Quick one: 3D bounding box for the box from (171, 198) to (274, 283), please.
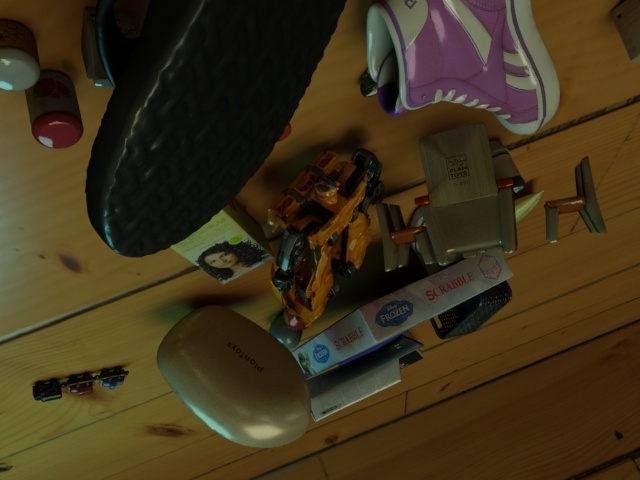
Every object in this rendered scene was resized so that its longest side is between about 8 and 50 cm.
[{"bbox_3d":[-0.140,-0.021,0.698,0.087,0.058,0.232,-27,152,7],"label":"box"}]

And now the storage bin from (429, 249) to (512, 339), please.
[{"bbox_3d":[0.299,0.115,1.204,0.084,0.122,0.180,-9,150,-26],"label":"storage bin"}]

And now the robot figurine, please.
[{"bbox_3d":[0.000,0.000,0.763,0.211,0.085,0.291,-49,160,-22],"label":"robot figurine"}]

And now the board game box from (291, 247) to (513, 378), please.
[{"bbox_3d":[0.141,0.140,1.073,0.317,0.066,0.318,-19,166,-30],"label":"board game box"}]

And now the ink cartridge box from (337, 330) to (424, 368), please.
[{"bbox_3d":[0.141,0.274,1.444,0.175,0.069,0.371,-27,150,8],"label":"ink cartridge box"}]

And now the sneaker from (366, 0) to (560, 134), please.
[{"bbox_3d":[0.134,-0.165,0.573,0.161,0.102,0.282,-44,139,5],"label":"sneaker"}]

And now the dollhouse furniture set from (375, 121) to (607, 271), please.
[{"bbox_3d":[0.192,-0.050,0.698,0.261,0.135,0.259,-11,178,20],"label":"dollhouse furniture set"}]

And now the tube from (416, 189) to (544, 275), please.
[{"bbox_3d":[0.287,-0.018,1.036,0.240,0.070,0.062,-29,114,6],"label":"tube"}]

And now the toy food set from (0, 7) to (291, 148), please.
[{"bbox_3d":[-0.147,-0.108,0.480,0.232,0.105,0.111,-5,148,-31],"label":"toy food set"}]

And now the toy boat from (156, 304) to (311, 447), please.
[{"bbox_3d":[-0.105,0.201,0.970,0.318,0.267,0.148,-41,169,-50],"label":"toy boat"}]

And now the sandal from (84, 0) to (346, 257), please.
[{"bbox_3d":[-0.052,-0.191,0.360,0.167,0.107,0.446,-16,137,-58],"label":"sandal"}]

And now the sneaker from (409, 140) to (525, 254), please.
[{"bbox_3d":[0.219,-0.038,0.901,0.094,0.091,0.258,-9,150,-25],"label":"sneaker"}]

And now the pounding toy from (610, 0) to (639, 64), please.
[{"bbox_3d":[0.410,-0.273,0.643,0.141,0.100,0.130,0,160,-33],"label":"pounding toy"}]

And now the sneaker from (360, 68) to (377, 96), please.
[{"bbox_3d":[0.080,-0.178,0.609,0.083,0.031,0.035,-36,151,24],"label":"sneaker"}]

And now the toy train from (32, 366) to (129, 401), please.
[{"bbox_3d":[-0.414,0.252,1.002,0.158,0.036,0.027,-6,149,-30],"label":"toy train"}]

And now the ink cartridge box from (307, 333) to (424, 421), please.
[{"bbox_3d":[0.080,0.249,1.069,0.223,0.045,0.223,-25,176,-3],"label":"ink cartridge box"}]
